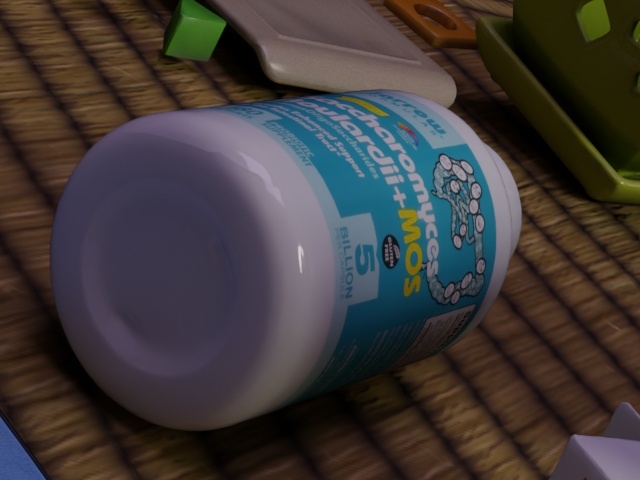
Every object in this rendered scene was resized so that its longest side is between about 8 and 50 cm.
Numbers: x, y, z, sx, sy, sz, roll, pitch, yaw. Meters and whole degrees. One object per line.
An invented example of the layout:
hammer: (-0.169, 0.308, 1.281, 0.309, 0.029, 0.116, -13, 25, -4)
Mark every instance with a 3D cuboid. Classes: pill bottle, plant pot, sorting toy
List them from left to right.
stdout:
sorting toy: (-0.016, -0.156, 1.412, 0.347, 0.047, 0.196, 6, 33, -38)
pill bottle: (0.000, 0.000, 0.952, 0.146, 0.146, 0.264, 36, 25, 24)
plant pot: (0.269, -0.152, 1.451, 0.227, 0.207, 0.228, 1, 43, -44)

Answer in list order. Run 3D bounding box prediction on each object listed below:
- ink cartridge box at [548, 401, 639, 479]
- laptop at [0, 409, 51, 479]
ink cartridge box: (0.131, 0.156, 0.804, 0.060, 0.104, 0.180, 8, 27, -32)
laptop: (-0.249, -0.018, 0.642, 0.236, 0.408, 0.382, -28, 48, -21)
